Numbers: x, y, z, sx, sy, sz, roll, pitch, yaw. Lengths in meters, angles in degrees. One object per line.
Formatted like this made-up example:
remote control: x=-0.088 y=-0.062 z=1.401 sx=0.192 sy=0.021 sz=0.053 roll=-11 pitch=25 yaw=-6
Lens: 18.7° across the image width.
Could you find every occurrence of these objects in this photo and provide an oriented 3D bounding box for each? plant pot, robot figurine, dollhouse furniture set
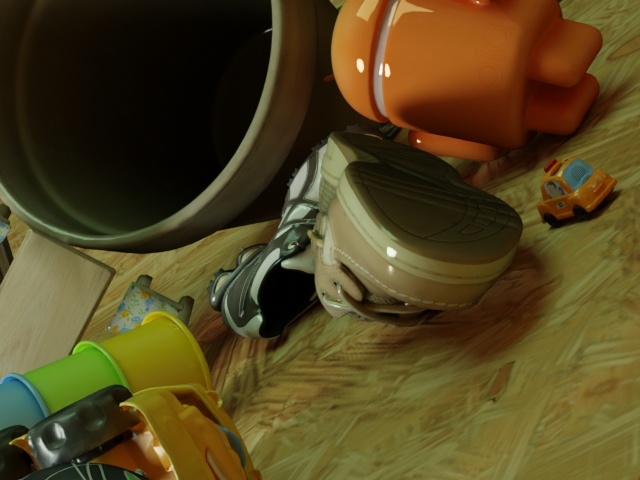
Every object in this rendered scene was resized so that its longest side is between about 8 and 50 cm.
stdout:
plant pot: x=-0.097 y=-0.133 z=1.685 sx=0.323 sy=0.323 sz=0.280 roll=-32 pitch=-23 yaw=23
robot figurine: x=0.103 y=-0.144 z=1.490 sx=0.158 sy=0.219 sz=0.128 roll=48 pitch=-123 yaw=-66
dollhouse furniture set: x=-0.248 y=0.114 z=1.505 sx=0.242 sy=0.212 sz=0.161 roll=-61 pitch=7 yaw=16

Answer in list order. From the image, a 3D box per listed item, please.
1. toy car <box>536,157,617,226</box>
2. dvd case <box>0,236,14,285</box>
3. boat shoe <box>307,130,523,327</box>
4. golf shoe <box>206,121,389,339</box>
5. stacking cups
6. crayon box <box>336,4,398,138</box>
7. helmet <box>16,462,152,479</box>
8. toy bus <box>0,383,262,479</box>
toy car: x=0.192 y=-0.060 z=1.296 sx=0.122 sy=0.040 sz=0.060 roll=-41 pitch=14 yaw=-13
dvd case: x=-0.319 y=0.113 z=1.667 sx=0.018 sy=0.164 sz=0.221 roll=13 pitch=46 yaw=25
boat shoe: x=0.055 y=0.008 z=1.316 sx=0.341 sy=0.121 sz=0.110 roll=-107 pitch=33 yaw=-78
golf shoe: x=0.000 y=0.000 z=1.516 sx=0.198 sy=0.077 sz=0.094 roll=-54 pitch=28 yaw=0
stacking cups: x=-0.225 y=0.143 z=1.350 sx=0.316 sy=0.096 sz=0.096 roll=-21 pitch=3 yaw=-34
crayon box: x=0.045 y=-0.177 z=1.971 sx=0.202 sy=0.081 sz=0.318 roll=-26 pitch=18 yaw=39
helmet: x=-0.114 y=0.195 z=0.971 sx=0.169 sy=0.161 sz=0.169 roll=-35 pitch=14 yaw=10
toy bus: x=-0.111 y=0.156 z=1.190 sx=0.220 sy=0.149 sz=0.211 roll=-26 pitch=2 yaw=34
